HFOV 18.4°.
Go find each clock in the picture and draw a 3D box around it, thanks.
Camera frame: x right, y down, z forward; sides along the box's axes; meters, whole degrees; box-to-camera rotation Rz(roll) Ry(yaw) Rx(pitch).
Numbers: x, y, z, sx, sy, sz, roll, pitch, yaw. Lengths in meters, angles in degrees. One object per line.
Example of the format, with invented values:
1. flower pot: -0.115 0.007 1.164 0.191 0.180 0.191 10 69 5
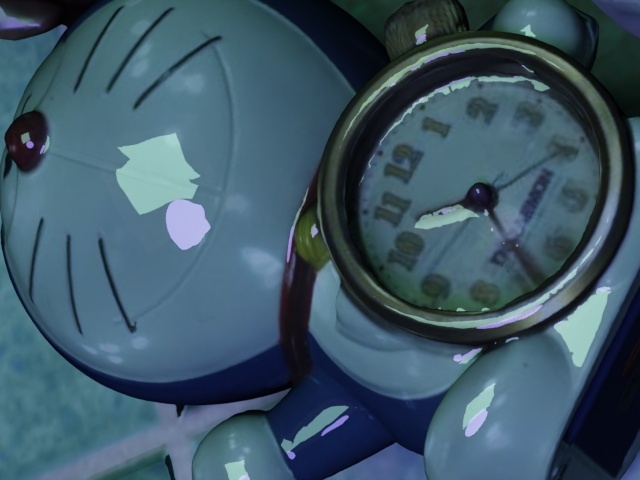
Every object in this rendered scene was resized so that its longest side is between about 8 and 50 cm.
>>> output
1. clock: 0.000 0.000 0.670 0.243 0.146 0.199 22 87 27

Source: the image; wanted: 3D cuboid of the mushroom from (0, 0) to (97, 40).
1. mushroom: -0.148 -0.302 0.738 0.224 0.313 0.397 21 86 28

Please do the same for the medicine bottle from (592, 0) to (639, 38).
1. medicine bottle: 0.237 -0.191 0.525 0.211 0.211 0.371 30 97 31
